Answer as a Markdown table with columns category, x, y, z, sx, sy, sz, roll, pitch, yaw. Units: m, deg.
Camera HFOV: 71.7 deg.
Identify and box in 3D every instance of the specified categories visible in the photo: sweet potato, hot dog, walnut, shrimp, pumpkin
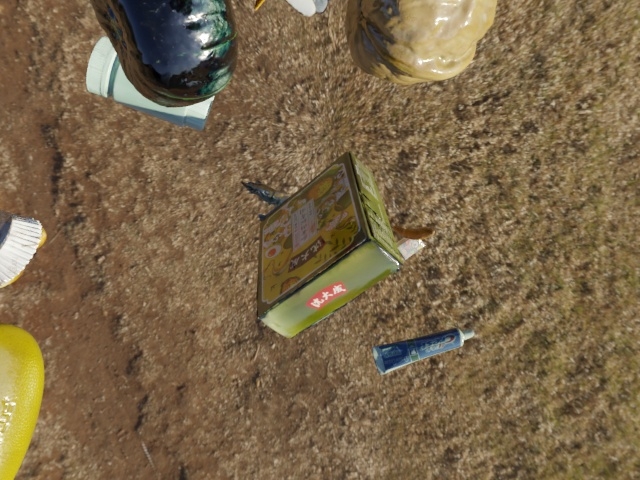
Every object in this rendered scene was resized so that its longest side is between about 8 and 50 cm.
| category | x | y | z | sx | sy | sz | roll | pitch | yaw |
| --- | --- | --- | --- | --- | --- | --- | --- | --- | --- |
| sweet potato | 0.269 | -0.022 | 1.299 | 0.044 | 0.179 | 0.044 | -2 | 93 | -30 |
| hot dog | -0.554 | 0.016 | 0.725 | 0.267 | 0.145 | 0.075 | -3 | 146 | 29 |
| walnut | 0.186 | -0.439 | 0.859 | 0.284 | 0.296 | 0.286 | 4 | 79 | -20 |
| shrimp | -0.242 | -0.161 | 1.915 | 0.295 | 0.058 | 0.169 | 23 | 70 | 17 |
| pumpkin | -0.278 | -0.414 | 0.837 | 0.238 | 0.315 | 0.316 | -32 | 103 | -30 |

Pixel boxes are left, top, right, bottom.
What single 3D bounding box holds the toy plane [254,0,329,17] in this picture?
| category | x | y | z | sx | sy | sz | roll | pitch | yaw |
| --- | --- | --- | --- | --- | --- | --- | --- | --- | --- |
| toy plane | -0.053 | -0.455 | 0.537 | 0.204 | 0.103 | 0.317 | 12 | 94 | -26 |

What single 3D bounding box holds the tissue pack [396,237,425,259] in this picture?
| category | x | y | z | sx | sy | sz | roll | pitch | yaw |
| --- | --- | --- | --- | --- | --- | --- | --- | --- | --- |
| tissue pack | 0.291 | 0.016 | 1.448 | 0.083 | 0.035 | 0.063 | -37 | 118 | 5 |

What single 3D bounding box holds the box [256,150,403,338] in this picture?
| category | x | y | z | sx | sy | sz | roll | pitch | yaw |
| --- | --- | --- | --- | --- | --- | --- | --- | --- | --- |
| box | 0.000 | 0.000 | 1.216 | 0.372 | 0.421 | 0.138 | -35 | 124 | 22 |

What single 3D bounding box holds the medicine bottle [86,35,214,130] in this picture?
| category | x | y | z | sx | sy | sz | roll | pitch | yaw |
| --- | --- | --- | --- | --- | --- | --- | --- | --- | --- |
| medicine bottle | -0.463 | -0.430 | 1.246 | 0.317 | 0.158 | 0.158 | 20 | 103 | -15 |

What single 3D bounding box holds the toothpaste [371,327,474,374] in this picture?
| category | x | y | z | sx | sy | sz | roll | pitch | yaw |
| --- | --- | --- | --- | --- | --- | --- | --- | --- | --- |
| toothpaste | 0.198 | 0.204 | 0.847 | 0.197 | 0.035 | 0.057 | -17 | 89 | 1 |

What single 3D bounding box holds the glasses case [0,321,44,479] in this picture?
| category | x | y | z | sx | sy | sz | roll | pitch | yaw |
| --- | --- | --- | --- | --- | --- | --- | --- | --- | --- |
| glasses case | -0.616 | 0.334 | 0.787 | 0.140 | 0.173 | 0.372 | 1 | 69 | 24 |
